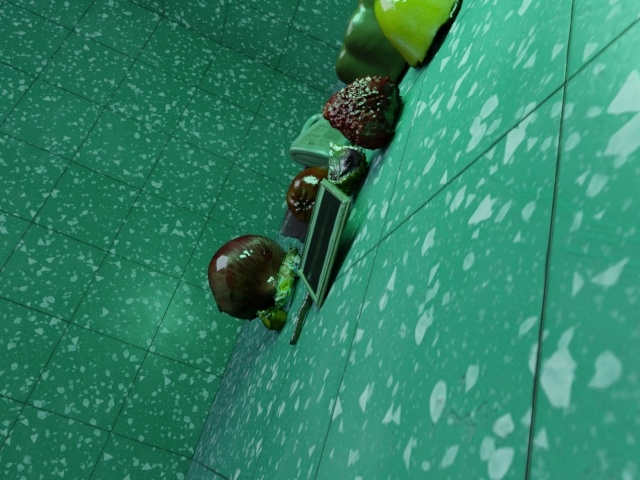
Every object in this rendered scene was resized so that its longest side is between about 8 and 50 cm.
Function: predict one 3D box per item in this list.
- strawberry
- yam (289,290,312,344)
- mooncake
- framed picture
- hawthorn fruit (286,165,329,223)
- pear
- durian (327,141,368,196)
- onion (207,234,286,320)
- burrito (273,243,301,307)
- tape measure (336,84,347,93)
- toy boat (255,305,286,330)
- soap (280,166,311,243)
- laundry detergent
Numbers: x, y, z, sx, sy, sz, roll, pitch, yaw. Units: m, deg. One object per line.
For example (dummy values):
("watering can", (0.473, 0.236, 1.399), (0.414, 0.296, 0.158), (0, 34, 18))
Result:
("strawberry", (0.105, -0.332, 1.273), (0.184, 0.201, 0.187), (-44, -37, -65))
("yam", (-0.041, 0.178, 1.375), (0.029, 0.027, 0.234), (33, -103, -63))
("mooncake", (0.178, -0.633, 1.513), (0.378, 0.200, 0.378), (-157, 90, -85))
("framed picture", (0.000, 0.000, 1.300), (0.231, 0.018, 0.293), (-130, 52, -64))
("hawthorn fruit", (-0.010, -0.155, 1.588), (0.179, 0.179, 0.200), (-59, -1, 42))
("pear", (0.220, -0.565, 1.222), (0.267, 0.178, 0.267), (-160, 90, -85))
("durian", (0.091, -0.195, 1.398), (0.108, 0.119, 0.187), (-19, 49, 24))
("onion", (-0.276, 0.146, 1.953), (0.353, 0.353, 0.354), (-157, 90, -81))
("burrito", (-0.105, 0.114, 1.784), (0.104, 0.054, 0.288), (-28, 32, 28))
("tape measure", (0.071, -0.487, 2.045), (0.215, 0.098, 0.351), (-52, -9, -46))
("toy boat", (-0.176, 0.271, 1.749), (0.229, 0.088, 0.089), (149, 142, -74))
("soap", (-0.037, -0.161, 1.885), (0.359, 0.128, 0.233), (-82, 17, -64))
("laundry detergent", (0.027, -0.397, 1.830), (0.281, 0.214, 0.105), (-62, -27, -25))
